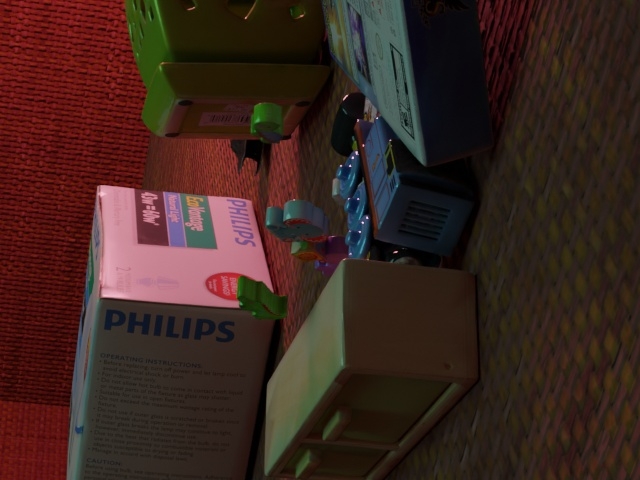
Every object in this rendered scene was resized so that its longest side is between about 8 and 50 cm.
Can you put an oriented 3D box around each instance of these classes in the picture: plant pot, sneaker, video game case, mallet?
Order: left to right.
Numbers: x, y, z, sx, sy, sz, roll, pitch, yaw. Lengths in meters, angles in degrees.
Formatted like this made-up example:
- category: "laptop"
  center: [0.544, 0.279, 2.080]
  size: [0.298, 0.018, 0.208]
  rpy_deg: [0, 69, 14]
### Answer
- category: "plant pot"
  center: [-0.106, -0.236, 1.749]
  size: [0.227, 0.228, 0.207]
  rpy_deg: [135, 133, -71]
- category: "sneaker"
  center: [-0.103, -0.157, 2.084]
  size: [0.170, 0.051, 0.089]
  rpy_deg: [-120, 42, -65]
- category: "mallet"
  center: [0.042, -0.058, 1.389]
  size: [0.062, 0.039, 0.190]
  rpy_deg: [104, 163, -45]
- category: "video game case"
  center: [0.047, -0.225, 1.106]
  size: [0.244, 0.061, 0.270]
  rpy_deg: [-123, 20, -59]

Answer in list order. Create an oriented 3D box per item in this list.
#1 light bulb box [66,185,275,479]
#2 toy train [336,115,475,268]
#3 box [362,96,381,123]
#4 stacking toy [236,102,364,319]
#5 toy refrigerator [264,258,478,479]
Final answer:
- category: "light bulb box"
  center: [-0.208, 0.163, 1.992]
  size: [0.358, 0.225, 0.361]
  rpy_deg: [-108, 26, -64]
- category: "toy train"
  center: [0.065, -0.044, 1.169]
  size: [0.184, 0.080, 0.105]
  rpy_deg: [-96, 25, -56]
- category: "box"
  center: [0.067, -0.135, 1.319]
  size: [0.137, 0.027, 0.094]
  rpy_deg: [165, 112, -78]
- category: "stacking toy"
  center: [0.000, 0.000, 1.239]
  size: [0.221, 0.052, 0.167]
  rpy_deg: [37, -129, -57]
- category: "toy refrigerator"
  center: [0.032, 0.115, 1.168]
  size: [0.269, 0.102, 0.094]
  rpy_deg: [120, 153, -61]
